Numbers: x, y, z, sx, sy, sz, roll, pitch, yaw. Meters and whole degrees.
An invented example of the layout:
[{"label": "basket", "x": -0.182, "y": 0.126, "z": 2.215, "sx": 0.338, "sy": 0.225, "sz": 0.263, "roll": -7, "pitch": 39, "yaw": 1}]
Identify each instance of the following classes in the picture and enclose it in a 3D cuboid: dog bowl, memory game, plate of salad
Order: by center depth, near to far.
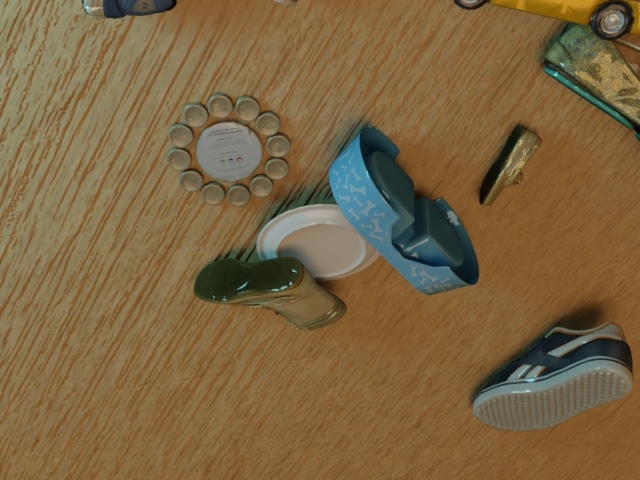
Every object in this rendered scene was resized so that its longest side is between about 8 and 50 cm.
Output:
[{"label": "memory game", "x": -0.135, "y": -0.130, "z": 1.139, "sx": 0.186, "sy": 0.012, "sz": 0.186, "roll": -2, "pitch": 122, "yaw": -3}, {"label": "dog bowl", "x": 0.124, "y": -0.032, "z": 1.143, "sx": 0.074, "sy": 0.166, "sz": 0.297, "roll": -32, "pitch": 120, "yaw": 28}, {"label": "plate of salad", "x": 0.000, "y": 0.000, "z": 1.204, "sx": 0.199, "sy": 0.048, "sz": 0.200, "roll": -2, "pitch": 144, "yaw": -2}]

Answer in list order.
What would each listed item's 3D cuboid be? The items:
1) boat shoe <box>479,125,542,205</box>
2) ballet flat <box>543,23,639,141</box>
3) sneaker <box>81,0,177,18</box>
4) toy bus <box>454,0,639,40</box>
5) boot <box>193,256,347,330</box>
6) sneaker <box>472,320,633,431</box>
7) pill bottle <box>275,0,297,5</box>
[{"label": "boat shoe", "x": 0.288, "y": -0.106, "z": 1.170, "sx": 0.045, "sy": 0.050, "sz": 0.135, "roll": 22, "pitch": 118, "yaw": -12}, {"label": "ballet flat", "x": 0.472, "y": -0.183, "z": 1.078, "sx": 0.348, "sy": 0.123, "sz": 0.123, "roll": 36, "pitch": 113, "yaw": -9}, {"label": "sneaker", "x": -0.204, "y": -0.423, "z": 0.899, "sx": 0.147, "sy": 0.130, "sz": 0.330, "roll": -2, "pitch": 127, "yaw": -21}, {"label": "toy bus", "x": 0.307, "y": -0.341, "z": 0.957, "sx": 0.332, "sy": 0.108, "sz": 0.130, "roll": 12, "pitch": 125, "yaw": 0}, {"label": "boot", "x": -0.081, "y": 0.091, "z": 1.240, "sx": 0.213, "sy": 0.077, "sz": 0.165, "roll": -6, "pitch": 151, "yaw": 31}, {"label": "sneaker", "x": 0.413, "y": 0.244, "z": 1.373, "sx": 0.126, "sy": 0.127, "sz": 0.321, "roll": 39, "pitch": 136, "yaw": -19}, {"label": "pill bottle", "x": -0.034, "y": -0.363, "z": 0.967, "sx": 0.067, "sy": 0.067, "sz": 0.120, "roll": 23, "pitch": 118, "yaw": -18}]
